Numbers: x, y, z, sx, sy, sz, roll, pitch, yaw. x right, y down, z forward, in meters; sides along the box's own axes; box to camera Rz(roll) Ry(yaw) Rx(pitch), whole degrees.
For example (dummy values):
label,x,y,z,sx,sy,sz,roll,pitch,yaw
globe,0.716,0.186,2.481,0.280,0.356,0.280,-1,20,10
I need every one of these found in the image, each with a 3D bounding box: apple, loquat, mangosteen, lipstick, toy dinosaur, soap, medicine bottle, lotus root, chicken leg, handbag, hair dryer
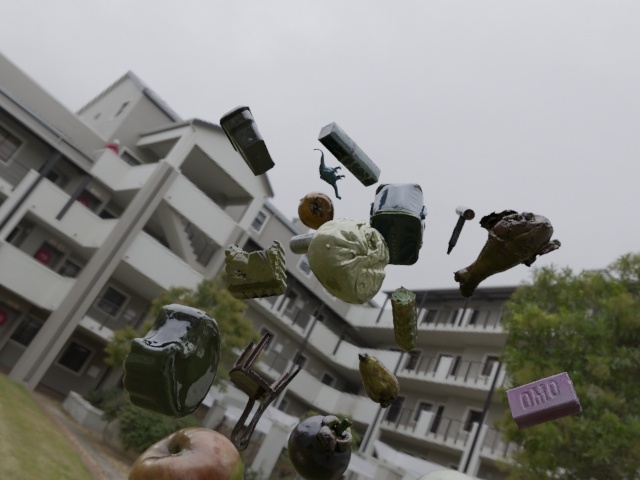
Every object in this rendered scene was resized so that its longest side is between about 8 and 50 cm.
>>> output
label,x,y,z,sx,sy,sz,roll,pitch,yaw
apple,-0.310,0.553,1.268,0.261,0.261,0.194,-11,-73,56
loquat,-0.014,-0.108,1.968,0.141,0.141,0.141,23,-23,10
mangosteen,0.001,0.917,2.426,0.297,0.297,0.313,27,-27,1
lipstick,0.114,-0.316,2.052,0.077,0.076,0.289,-21,-49,40
toy dinosaur,0.034,-0.225,1.854,0.080,0.045,0.197,-14,-68,37
soap,0.693,0.499,1.714,0.203,0.122,0.065,-27,-60,21
medicine bottle,0.000,0.000,1.674,0.220,0.092,0.061,-9,-75,53
lotus root,0.175,0.425,1.723,0.108,0.094,0.191,-28,-89,21
chicken leg,0.571,0.022,1.785,0.361,0.211,0.140,-32,-19,24
handbag,0.293,-0.067,2.085,0.222,0.241,0.263,5,-52,7
hair dryer,0.528,-0.040,2.131,0.050,0.195,0.173,24,10,2

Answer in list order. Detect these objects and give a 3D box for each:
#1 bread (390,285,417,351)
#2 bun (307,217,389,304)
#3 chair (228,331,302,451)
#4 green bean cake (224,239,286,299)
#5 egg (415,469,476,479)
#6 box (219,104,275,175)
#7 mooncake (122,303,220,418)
label,x,y,z,sx,sy,sz,roll,pitch,yaw
bread,0.308,0.295,2.001,0.098,0.087,0.269,42,-30,48
bun,0.083,0.039,1.343,0.229,0.229,0.145,37,-55,-21
chair,-0.230,0.493,1.796,0.183,0.326,0.175,44,-37,-7
green bean cake,-0.260,0.107,2.205,0.236,0.233,0.124,-7,-26,3
egg,0.363,0.847,1.737,0.201,0.337,0.337,40,-21,10
box,-0.285,-0.400,2.228,0.178,0.138,0.274,56,-4,22
mooncake,-0.470,0.386,1.764,0.187,0.351,0.351,6,-29,17
